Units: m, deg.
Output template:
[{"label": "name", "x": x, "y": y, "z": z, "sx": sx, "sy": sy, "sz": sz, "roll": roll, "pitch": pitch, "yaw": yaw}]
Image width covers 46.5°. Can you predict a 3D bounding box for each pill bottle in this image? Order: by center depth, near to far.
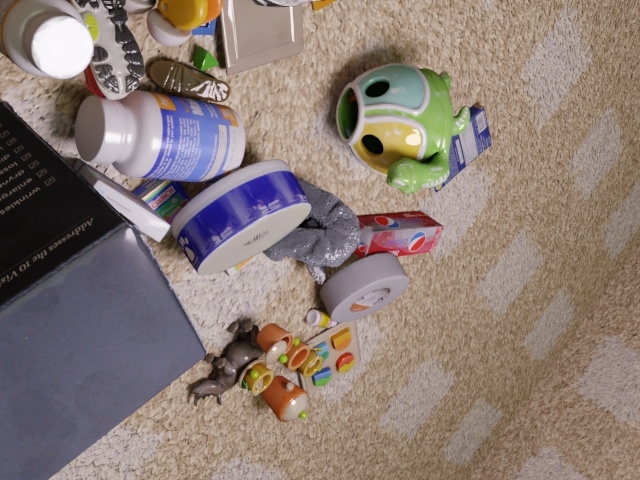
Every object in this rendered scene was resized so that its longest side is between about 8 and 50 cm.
[{"label": "pill bottle", "x": -0.412, "y": -0.305, "z": 1.076, "sx": 0.117, "sy": 0.208, "sz": 0.117, "roll": -23, "pitch": 129, "yaw": -31}, {"label": "pill bottle", "x": -0.282, "y": -0.183, "z": 1.318, "sx": 0.272, "sy": 0.152, "sz": 0.152, "roll": 2, "pitch": 114, "yaw": -44}, {"label": "pill bottle", "x": 0.005, "y": 0.202, "z": 1.913, "sx": 0.083, "sy": 0.043, "sz": 0.043, "roll": 15, "pitch": 105, "yaw": -47}]

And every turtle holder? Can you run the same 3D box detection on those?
[{"label": "turtle holder", "x": 0.162, "y": -0.228, "z": 1.603, "sx": 0.227, "sy": 0.243, "sz": 0.320, "roll": 5, "pitch": 75, "yaw": -23}]

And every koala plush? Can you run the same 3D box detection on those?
[{"label": "koala plush", "x": 0.000, "y": 0.000, "z": 1.687, "sx": 0.221, "sy": 0.203, "sz": 0.196, "roll": 67, "pitch": 44, "yaw": -70}]

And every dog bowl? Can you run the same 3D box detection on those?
[{"label": "dog bowl", "x": -0.153, "y": -0.043, "z": 1.462, "sx": 0.265, "sy": 0.104, "sz": 0.265, "roll": -31, "pitch": 169, "yaw": -6}]

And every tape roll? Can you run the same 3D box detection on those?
[{"label": "tape roll", "x": 0.110, "y": 0.120, "z": 1.865, "sx": 0.219, "sy": 0.072, "sz": 0.219, "roll": -22, "pitch": 155, "yaw": -11}]

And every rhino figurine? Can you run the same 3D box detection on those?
[{"label": "rhino figurine", "x": -0.215, "y": 0.298, "z": 1.751, "sx": 0.243, "sy": 0.073, "sz": 0.106, "roll": -51, "pitch": 135, "yaw": -2}]

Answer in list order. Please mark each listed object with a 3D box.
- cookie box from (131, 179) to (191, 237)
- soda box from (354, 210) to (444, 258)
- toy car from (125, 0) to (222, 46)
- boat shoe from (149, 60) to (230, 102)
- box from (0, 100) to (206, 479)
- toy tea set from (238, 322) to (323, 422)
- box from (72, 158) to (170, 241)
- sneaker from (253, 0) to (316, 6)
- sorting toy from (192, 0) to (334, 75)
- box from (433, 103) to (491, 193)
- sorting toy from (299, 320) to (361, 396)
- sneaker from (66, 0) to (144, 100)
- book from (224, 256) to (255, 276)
[{"label": "cookie box", "x": -0.305, "y": -0.073, "z": 1.452, "sx": 0.092, "sy": 0.040, "sz": 0.107, "roll": -39, "pitch": 135, "yaw": -14}, {"label": "soda box", "x": 0.190, "y": -0.014, "z": 1.907, "sx": 0.263, "sy": 0.092, "sz": 0.083, "roll": -5, "pitch": 121, "yaw": -40}, {"label": "toy car", "x": -0.237, "y": -0.421, "z": 1.205, "sx": 0.159, "sy": 0.182, "sz": 0.136, "roll": -51, "pitch": 176, "yaw": 38}, {"label": "boat shoe", "x": -0.242, "y": -0.290, "z": 1.363, "sx": 0.152, "sy": 0.049, "sz": 0.056, "roll": 17, "pitch": 101, "yaw": -28}, {"label": "box", "x": -0.509, "y": 0.101, "z": 1.052, "sx": 0.480, "sy": 0.472, "sz": 0.297, "roll": -37, "pitch": 135, "yaw": -18}, {"label": "toy tea set", "x": -0.075, "y": 0.325, "z": 1.773, "sx": 0.200, "sy": 0.124, "sz": 0.336, "roll": -50, "pitch": 151, "yaw": -6}, {"label": "box", "x": -0.349, "y": -0.071, "z": 1.278, "sx": 0.145, "sy": 0.186, "sz": 0.038, "roll": 36, "pitch": 89, "yaw": -31}, {"label": "sneaker", "x": -0.059, "y": -0.463, "z": 1.350, "sx": 0.170, "sy": 0.068, "sz": 0.071, "roll": -28, "pitch": 121, "yaw": -40}, {"label": "sorting toy", "x": -0.114, "y": -0.424, "z": 1.399, "sx": 0.348, "sy": 0.047, "sz": 0.196, "roll": -25, "pitch": 134, "yaw": -29}, {"label": "box", "x": 0.355, "y": -0.240, "z": 1.956, "sx": 0.225, "sy": 0.036, "sz": 0.136, "roll": -41, "pitch": 136, "yaw": -17}, {"label": "sorting toy", "x": 0.029, "y": 0.317, "z": 2.015, "sx": 0.208, "sy": 0.038, "sz": 0.193, "roll": -31, "pitch": 133, "yaw": -25}, {"label": "sneaker", "x": -0.362, "y": -0.357, "z": 1.162, "sx": 0.107, "sy": 0.118, "sz": 0.279, "roll": -14, "pitch": 100, "yaw": -37}, {"label": "book", "x": -0.167, "y": -0.001, "z": 1.633, "sx": 0.144, "sy": 0.035, "sz": 0.096, "roll": -38, "pitch": 135, "yaw": -20}]
